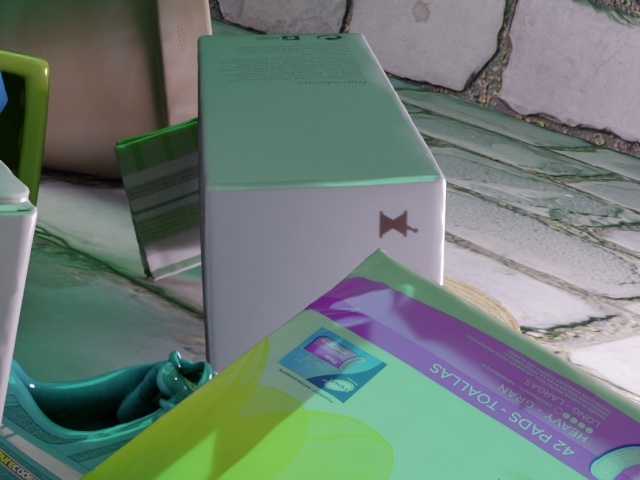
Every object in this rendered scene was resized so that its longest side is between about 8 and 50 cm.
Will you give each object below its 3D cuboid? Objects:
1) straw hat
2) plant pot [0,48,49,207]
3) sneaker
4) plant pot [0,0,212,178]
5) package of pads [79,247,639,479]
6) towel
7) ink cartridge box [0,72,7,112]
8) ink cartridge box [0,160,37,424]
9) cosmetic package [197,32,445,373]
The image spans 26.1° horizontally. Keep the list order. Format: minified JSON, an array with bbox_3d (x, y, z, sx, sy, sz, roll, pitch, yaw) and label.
[{"bbox_3d":[0.106,0.092,1.264,0.145,0.144,0.061,16,56,15],"label":"straw hat"},{"bbox_3d":[-0.362,-0.069,1.198,0.228,0.227,0.207,8,8,-14],"label":"plant pot"},{"bbox_3d":[-0.070,0.121,0.779,0.275,0.110,0.107,7,17,-23],"label":"sneaker"},{"bbox_3d":[-0.270,-0.204,1.696,0.280,0.323,0.323,-6,17,-6],"label":"plant pot"},{"bbox_3d":[0.027,0.152,0.655,0.229,0.101,0.296,32,47,25],"label":"package of pads"},{"bbox_3d":[-0.134,-0.043,1.351,0.113,0.152,0.023,-19,29,-15],"label":"towel"},{"bbox_3d":[-0.341,-0.066,0.901,0.129,0.223,0.307,16,56,9],"label":"ink cartridge box"},{"bbox_3d":[-0.225,0.082,0.600,0.117,0.278,0.201,4,16,-31],"label":"ink cartridge box"},{"bbox_3d":[-0.017,-0.012,1.121,0.162,0.230,0.453,-2,20,-5],"label":"cosmetic package"}]
